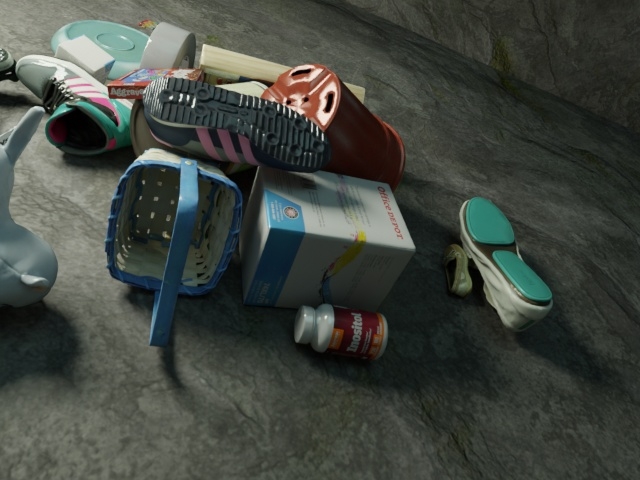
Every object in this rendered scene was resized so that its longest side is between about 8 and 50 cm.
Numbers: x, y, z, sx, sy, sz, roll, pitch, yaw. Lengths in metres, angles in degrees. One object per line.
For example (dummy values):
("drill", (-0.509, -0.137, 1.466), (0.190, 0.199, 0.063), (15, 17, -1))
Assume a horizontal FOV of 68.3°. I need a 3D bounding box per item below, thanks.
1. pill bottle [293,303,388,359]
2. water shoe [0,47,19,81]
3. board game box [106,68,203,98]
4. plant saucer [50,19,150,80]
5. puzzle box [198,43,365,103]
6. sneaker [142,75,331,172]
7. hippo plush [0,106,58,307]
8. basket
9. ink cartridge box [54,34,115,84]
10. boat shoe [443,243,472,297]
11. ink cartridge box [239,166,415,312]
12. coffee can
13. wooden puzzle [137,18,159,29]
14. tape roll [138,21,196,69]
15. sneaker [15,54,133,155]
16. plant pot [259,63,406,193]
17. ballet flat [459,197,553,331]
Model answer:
("pill bottle", (0.034, 0.159, 0.829), (0.152, 0.086, 0.086), (12, 40, -15))
("water shoe", (-0.747, -0.338, 0.998), (0.203, 0.080, 0.072), (-23, 69, -14))
("board game box", (-0.310, -0.312, 0.927), (0.145, 0.027, 0.281), (-2, 25, -10))
("plant saucer", (-0.587, -0.550, 1.342), (0.318, 0.043, 0.317), (14, 40, -12))
("puzzle box", (-0.123, -0.379, 1.244), (0.409, 0.272, 0.052), (9, 84, -18))
("sneaker", (-0.142, -0.182, 0.827), (0.319, 0.131, 0.112), (18, 67, -11))
("hippo plush", (-0.490, -0.007, 0.667), (0.294, 0.234, 0.236), (-35, 111, -31))
("basket", (-0.231, -0.014, 0.751), (0.201, 0.254, 0.289), (14, 29, -18))
("ink cartridge box", (-0.562, -0.381, 1.095), (0.090, 0.143, 0.092), (36, 36, -14))
("boat shoe", (0.314, 0.065, 1.111), (0.048, 0.056, 0.153), (17, 46, -17))
("ink cartridge box", (0.000, 0.000, 0.901), (0.270, 0.197, 0.198), (8, 41, -19))
("coffee can", (-0.240, -0.238, 1.041), (0.201, 0.201, 0.275), (42, 42, 20))
("wooden puzzle", (-0.569, -0.722, 1.575), (0.049, 0.006, 0.083), (25, 38, 0))
("tape roll", (-0.374, -0.411, 1.154), (0.072, 0.219, 0.219), (18, 39, -9))
("sneaker", (-0.537, -0.276, 0.989), (0.296, 0.123, 0.178), (28, 31, -7))
("plant pot", (0.009, -0.212, 1.006), (0.265, 0.272, 0.272), (35, 18, -55))
("ballet flat", (0.407, 0.051, 1.119), (0.139, 0.139, 0.400), (12, 36, -15))
